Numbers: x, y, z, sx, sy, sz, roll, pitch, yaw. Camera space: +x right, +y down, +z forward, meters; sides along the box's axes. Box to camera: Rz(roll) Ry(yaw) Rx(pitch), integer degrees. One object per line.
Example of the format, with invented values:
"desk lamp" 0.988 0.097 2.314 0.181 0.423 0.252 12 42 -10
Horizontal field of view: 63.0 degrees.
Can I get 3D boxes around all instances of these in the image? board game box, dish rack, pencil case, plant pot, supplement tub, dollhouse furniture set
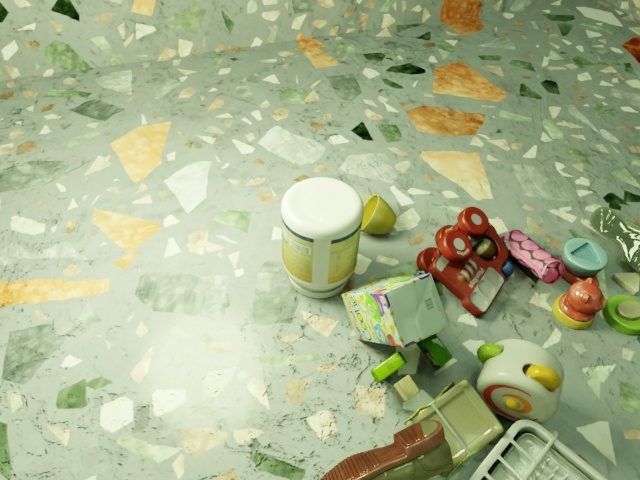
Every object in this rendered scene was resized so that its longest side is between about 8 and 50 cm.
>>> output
"board game box" 0.187 0.181 1.375 0.142 0.275 0.144 -20 90 -20
"dish rack" 0.513 0.604 1.164 0.285 0.072 0.333 -34 58 -30
"pencil case" 0.656 0.050 1.636 0.098 0.095 0.209 20 19 -35
"plant pot" 0.195 -0.073 1.736 0.095 0.134 0.134 26 47 -14
"supplement tub" 0.000 0.000 1.516 0.228 0.316 0.228 2 48 -2
"dollhouse furniture set" 0.291 0.409 1.334 0.197 0.151 0.301 -34 74 -5

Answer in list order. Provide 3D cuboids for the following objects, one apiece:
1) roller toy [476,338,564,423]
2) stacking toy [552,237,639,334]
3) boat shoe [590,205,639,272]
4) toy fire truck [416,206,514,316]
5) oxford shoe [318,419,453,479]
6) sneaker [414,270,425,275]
"roller toy" 0.498 0.357 1.304 0.209 0.191 0.146 1 42 37
"stacking toy" 0.863 0.128 1.577 0.279 0.130 0.309 13 49 9
"boat shoe" 1.031 0.007 1.709 0.103 0.118 0.320 9 33 -35
"toy fire truck" 0.468 0.059 1.619 0.254 0.169 0.302 44 57 2
"oxford shoe" 0.140 0.539 1.170 0.348 0.123 0.130 -25 93 -2
"sneaker" 0.314 0.160 1.552 0.065 0.076 0.166 -14 50 -14
